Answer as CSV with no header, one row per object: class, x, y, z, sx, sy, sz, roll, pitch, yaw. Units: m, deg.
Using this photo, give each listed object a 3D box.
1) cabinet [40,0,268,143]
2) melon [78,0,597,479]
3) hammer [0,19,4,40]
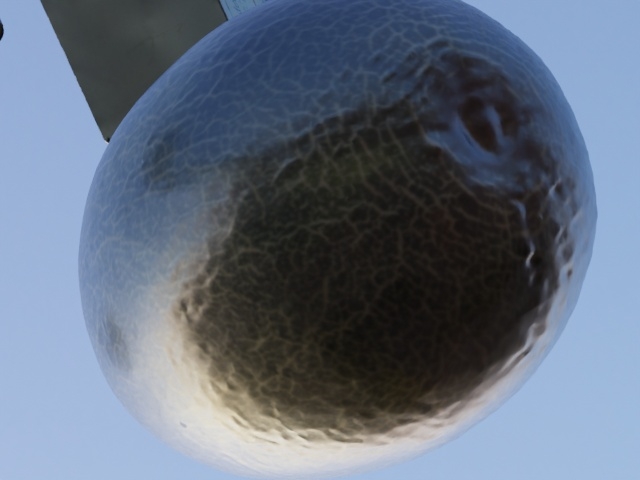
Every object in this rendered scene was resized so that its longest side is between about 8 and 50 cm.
cabinet,-0.102,-0.185,1.654,0.150,0.206,0.145,-25,-90,24
melon,0.000,0.000,0.991,0.237,0.237,0.302,12,-26,-27
hammer,-0.296,-0.097,0.875,0.365,0.043,0.111,5,-21,28
